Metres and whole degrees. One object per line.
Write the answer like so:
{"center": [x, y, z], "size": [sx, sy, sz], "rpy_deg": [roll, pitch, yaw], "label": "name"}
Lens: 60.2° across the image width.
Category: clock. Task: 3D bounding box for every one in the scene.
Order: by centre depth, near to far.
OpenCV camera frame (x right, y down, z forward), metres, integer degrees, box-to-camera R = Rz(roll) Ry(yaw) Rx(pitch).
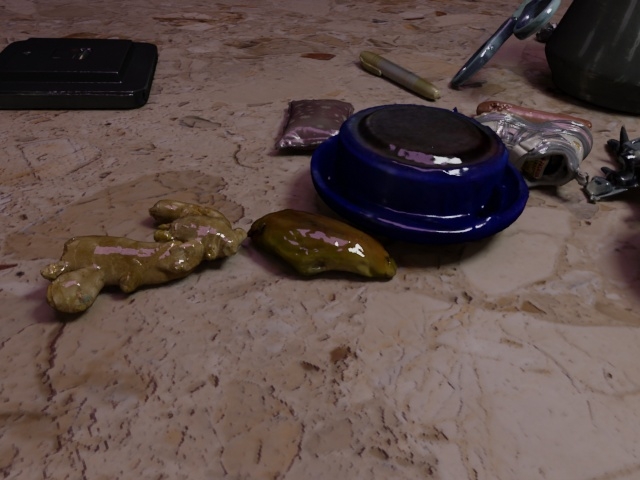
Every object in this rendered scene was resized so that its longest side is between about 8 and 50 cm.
{"center": [-0.435, -0.305, 0.971], "size": [0.274, 0.049, 0.278], "rpy_deg": [-3, 36, -9], "label": "clock"}

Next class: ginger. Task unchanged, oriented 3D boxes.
{"center": [-0.170, 0.004, 0.569], "size": [0.176, 0.052, 0.193], "rpy_deg": [0, 35, 3], "label": "ginger"}

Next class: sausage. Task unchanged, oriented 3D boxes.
{"center": [0.354, -0.202, 0.925], "size": [0.186, 0.043, 0.043], "rpy_deg": [16, 37, 15], "label": "sausage"}

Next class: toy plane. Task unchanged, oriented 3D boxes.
{"center": [0.456, -0.119, 0.784], "size": [0.192, 0.088, 0.262], "rpy_deg": [-20, 29, 13], "label": "toy plane"}

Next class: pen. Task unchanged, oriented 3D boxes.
{"center": [0.147, -0.323, 1.077], "size": [0.040, 0.032, 0.233], "rpy_deg": [-35, 48, -11], "label": "pen"}

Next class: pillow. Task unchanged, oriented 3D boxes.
{"center": [-0.004, -0.185, 0.858], "size": [0.118, 0.043, 0.185], "rpy_deg": [2, 36, 1], "label": "pillow"}

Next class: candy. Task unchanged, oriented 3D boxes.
{"center": [0.617, -0.485, 1.338], "size": [0.094, 0.051, 0.226], "rpy_deg": [-7, 37, -21], "label": "candy"}

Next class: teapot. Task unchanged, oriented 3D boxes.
{"center": [0.641, -0.442, 1.014], "size": [0.376, 0.361, 0.305], "rpy_deg": [5, 36, -2], "label": "teapot"}

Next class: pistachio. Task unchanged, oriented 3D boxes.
{"center": [0.000, 0.000, 0.596], "size": [0.173, 0.049, 0.089], "rpy_deg": [14, 37, 13], "label": "pistachio"}

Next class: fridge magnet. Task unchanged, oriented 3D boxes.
{"center": [0.119, -0.088, 0.676], "size": [0.266, 0.112, 0.265], "rpy_deg": [3, 35, -2], "label": "fridge magnet"}

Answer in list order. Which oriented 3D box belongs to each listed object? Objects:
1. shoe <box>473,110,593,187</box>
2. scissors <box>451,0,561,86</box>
{"center": [0.283, -0.116, 0.768], "size": [0.180, 0.089, 0.092], "rpy_deg": [8, 48, 9], "label": "shoe"}
{"center": [0.408, -0.457, 1.050], "size": [0.029, 0.256, 0.383], "rpy_deg": [43, 67, -10], "label": "scissors"}
